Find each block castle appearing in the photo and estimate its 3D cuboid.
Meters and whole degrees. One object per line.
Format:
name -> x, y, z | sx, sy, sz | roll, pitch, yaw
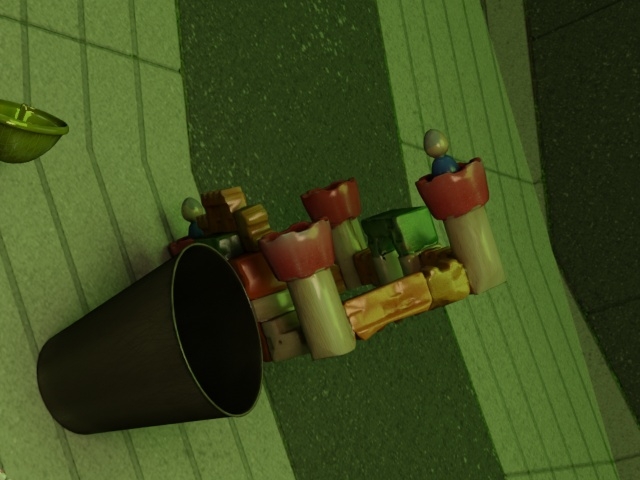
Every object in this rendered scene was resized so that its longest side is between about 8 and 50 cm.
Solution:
block castle -> 0.000, 0.000, 1.689 | 0.303, 0.453, 0.212 | -21, 97, -21

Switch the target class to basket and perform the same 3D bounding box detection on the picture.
basket -> -0.203, 0.136, 1.520 | 0.154, 0.227, 0.204 | 12, 60, -56

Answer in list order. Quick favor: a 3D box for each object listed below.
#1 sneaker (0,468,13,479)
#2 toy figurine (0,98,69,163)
sneaker -> -0.358, 0.264, 1.349 | 0.170, 0.063, 0.075 | 57, 31, -9
toy figurine -> -0.444, -0.059, 1.404 | 0.362, 0.191, 0.217 | 1, 100, -66
